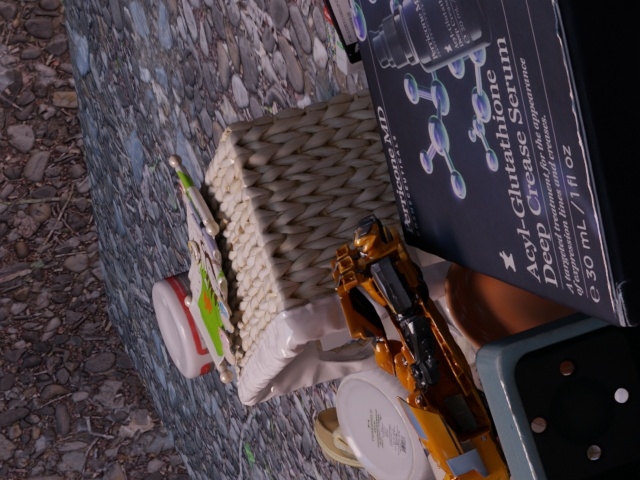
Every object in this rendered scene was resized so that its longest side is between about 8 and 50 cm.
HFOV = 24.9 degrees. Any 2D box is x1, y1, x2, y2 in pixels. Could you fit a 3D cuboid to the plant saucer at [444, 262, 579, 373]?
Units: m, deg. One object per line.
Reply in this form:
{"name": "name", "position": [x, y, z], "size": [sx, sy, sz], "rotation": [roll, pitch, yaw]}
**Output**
{"name": "plant saucer", "position": [0.228, 0.054, 1.481], "size": [0.037, 0.200, 0.200], "rotation": [-67, -20, -48]}

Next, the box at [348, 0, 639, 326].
{"name": "box", "position": [0.211, -0.131, 1.245], "size": [0.395, 0.212, 0.293], "rotation": [-157, 50, -67]}

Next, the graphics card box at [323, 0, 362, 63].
{"name": "graphics card box", "position": [-0.005, -0.394, 1.561], "size": [0.371, 0.094, 0.233], "rotation": [60, -172, -55]}

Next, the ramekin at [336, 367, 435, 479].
{"name": "ramekin", "position": [0.113, 0.239, 1.979], "size": [0.207, 0.109, 0.207], "rotation": [33, 135, 41]}

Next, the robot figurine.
{"name": "robot figurine", "position": [0.094, 0.114, 1.405], "size": [0.291, 0.085, 0.211], "rotation": [61, -175, -17]}

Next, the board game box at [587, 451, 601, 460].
{"name": "board game box", "position": [0.327, 0.293, 1.516], "size": [0.026, 0.103, 0.154], "rotation": [-23, -85, -66]}

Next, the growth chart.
{"name": "growth chart", "position": [-0.135, 0.038, 1.702], "size": [0.172, 0.021, 0.237], "rotation": [-125, 27, -50]}

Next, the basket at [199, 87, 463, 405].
{"name": "basket", "position": [0.040, -0.002, 1.684], "size": [0.331, 0.328, 0.266], "rotation": [126, 125, -69]}

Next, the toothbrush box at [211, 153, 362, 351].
{"name": "toothbrush box", "position": [0.000, 0.000, 1.975], "size": [0.126, 0.216, 0.295], "rotation": [108, 140, -62]}

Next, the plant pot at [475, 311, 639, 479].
{"name": "plant pot", "position": [0.278, 0.168, 1.331], "size": [0.252, 0.247, 0.248], "rotation": [-176, 68, -82]}

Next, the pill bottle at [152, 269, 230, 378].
{"name": "pill bottle", "position": [-0.104, 0.095, 2.257], "size": [0.161, 0.283, 0.161], "rotation": [161, 90, -72]}

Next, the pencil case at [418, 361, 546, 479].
{"name": "pencil case", "position": [0.250, 0.315, 1.662], "size": [0.410, 0.183, 0.160], "rotation": [65, -171, 20]}

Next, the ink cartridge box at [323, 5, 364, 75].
{"name": "ink cartridge box", "position": [0.030, -0.282, 1.906], "size": [0.063, 0.029, 0.115], "rotation": [-129, 27, -48]}

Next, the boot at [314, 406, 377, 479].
{"name": "boot", "position": [0.063, 0.253, 2.224], "size": [0.262, 0.095, 0.203], "rotation": [26, 133, 57]}
